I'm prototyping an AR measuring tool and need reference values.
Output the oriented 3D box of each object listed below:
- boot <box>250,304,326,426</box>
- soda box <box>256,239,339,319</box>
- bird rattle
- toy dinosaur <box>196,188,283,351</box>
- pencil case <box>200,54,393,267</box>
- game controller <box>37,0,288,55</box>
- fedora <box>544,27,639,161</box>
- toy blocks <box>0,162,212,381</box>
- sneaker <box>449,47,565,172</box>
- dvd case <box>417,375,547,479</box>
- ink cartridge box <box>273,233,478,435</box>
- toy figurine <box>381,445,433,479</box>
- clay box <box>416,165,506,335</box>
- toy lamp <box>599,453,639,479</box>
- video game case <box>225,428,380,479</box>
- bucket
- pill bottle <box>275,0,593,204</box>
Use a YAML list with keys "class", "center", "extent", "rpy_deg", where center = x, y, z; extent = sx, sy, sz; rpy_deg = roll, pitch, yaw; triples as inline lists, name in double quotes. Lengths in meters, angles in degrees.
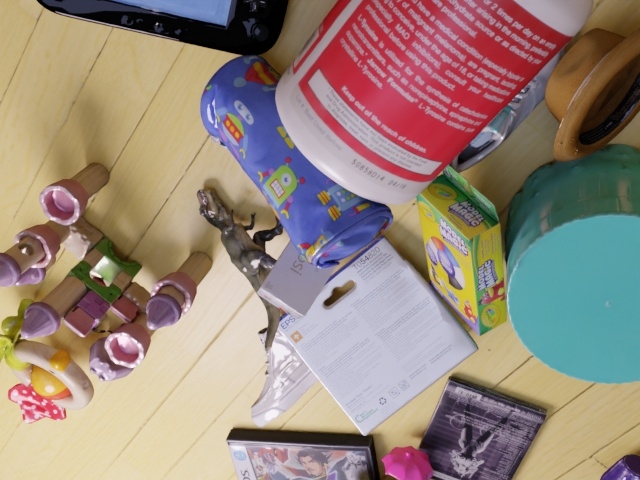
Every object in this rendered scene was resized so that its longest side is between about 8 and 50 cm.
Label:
- class: "boot"
  center: [-0.059, 0.194, 1.247]
  extent: [0.123, 0.095, 0.258]
  rpy_deg: [43, 113, -2]
- class: "soda box"
  center: [0.000, 0.000, 1.049]
  extent: [0.074, 0.216, 0.069]
  rpy_deg: [33, 166, -2]
- class: "bird rattle"
  center: [-0.494, 0.245, 1.332]
  extent: [0.207, 0.143, 0.253]
  rpy_deg: [10, 128, 28]
- class: "toy dinosaur"
  center: [-0.091, 0.020, 1.135]
  extent: [0.118, 0.064, 0.268]
  rpy_deg: [-35, 72, 22]
- class: "pencil case"
  center: [-0.042, -0.100, 0.979]
  extent: [0.133, 0.119, 0.306]
  rpy_deg: [-47, 69, 24]
- class: "game controller"
  center: [-0.195, -0.340, 0.943]
  extent: [0.320, 0.067, 0.166]
  rpy_deg: [9, 125, -14]
- class: "fedora"
  center: [0.327, -0.185, 0.895]
  extent: [0.079, 0.194, 0.194]
  rpy_deg: [49, 127, 28]
- class: "toy blocks"
  center: [-0.382, 0.099, 1.180]
  extent: [0.289, 0.260, 0.309]
  rpy_deg: [41, 121, -8]
- class: "sneaker"
  center: [0.232, -0.167, 0.948]
  extent: [0.080, 0.094, 0.212]
  rpy_deg: [32, 122, -1]
- class: "dvd case"
  center: [0.259, 0.337, 1.264]
  extent: [0.165, 0.018, 0.221]
  rpy_deg: [19, 121, 5]
- class: "ink cartridge box"
  center: [0.082, 0.141, 1.139]
  extent: [0.223, 0.045, 0.224]
  rpy_deg: [-39, 89, 8]
- class: "toy figurine"
  center: [0.134, 0.424, 1.282]
  extent: [0.173, 0.130, 0.159]
  rpy_deg: [31, 106, -37]
- class: "clay box"
  center: [0.187, 0.010, 1.005]
  extent: [0.053, 0.127, 0.222]
  rpy_deg: [-28, 133, -11]
- class: "toy lamp"
  center: [0.468, 0.460, 1.236]
  extent: [0.080, 0.080, 0.274]
  rpy_deg: [17, 122, 7]
- class: "video game case"
  center: [-0.021, 0.462, 1.407]
  extent: [0.275, 0.035, 0.248]
  rpy_deg: [-2, 117, 18]
- class: "bucket"
  center: [0.366, 0.035, 0.967]
  extent: [0.281, 0.183, 0.281]
  rpy_deg: [7, 120, 13]
- class: "pill bottle"
  center: [0.147, -0.249, 0.849]
  extent: [0.229, 0.229, 0.407]
  rpy_deg: [39, 122, -7]
